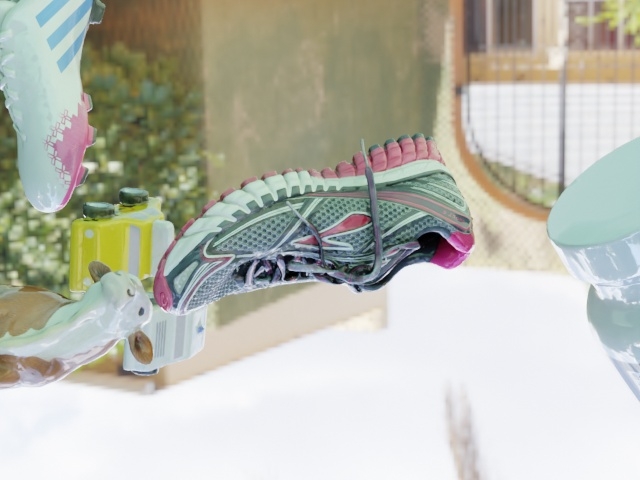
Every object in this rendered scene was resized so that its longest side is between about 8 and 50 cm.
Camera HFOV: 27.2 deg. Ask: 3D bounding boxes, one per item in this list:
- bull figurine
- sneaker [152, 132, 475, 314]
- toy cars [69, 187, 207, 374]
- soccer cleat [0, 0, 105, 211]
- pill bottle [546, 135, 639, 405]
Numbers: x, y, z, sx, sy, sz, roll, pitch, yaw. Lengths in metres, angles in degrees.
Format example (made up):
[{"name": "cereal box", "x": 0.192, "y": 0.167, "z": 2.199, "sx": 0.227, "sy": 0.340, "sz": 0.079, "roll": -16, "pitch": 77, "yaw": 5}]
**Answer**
[{"name": "bull figurine", "x": -0.290, "y": 0.083, "z": 1.147, "sx": 0.310, "sy": 0.101, "sz": 0.188, "roll": -9, "pitch": -179, "yaw": 40}, {"name": "sneaker", "x": 0.000, "y": 0.000, "z": 1.119, "sx": 0.299, "sy": 0.112, "sz": 0.121, "roll": -19, "pitch": 160, "yaw": -24}, {"name": "toy cars", "x": -0.193, "y": 0.057, "z": 1.588, "sx": 0.087, "sy": 0.177, "sz": 0.394, "roll": 9, "pitch": 153, "yaw": 15}, {"name": "soccer cleat", "x": -0.339, "y": -0.200, "z": 1.546, "sx": 0.143, "sy": 0.331, "sz": 0.116, "roll": 12, "pitch": 165, "yaw": -38}, {"name": "pill bottle", "x": 0.372, "y": 0.085, "z": 1.204, "sx": 0.210, "sy": 0.363, "sz": 0.210, "roll": -33, "pitch": -161, "yaw": 13}]
